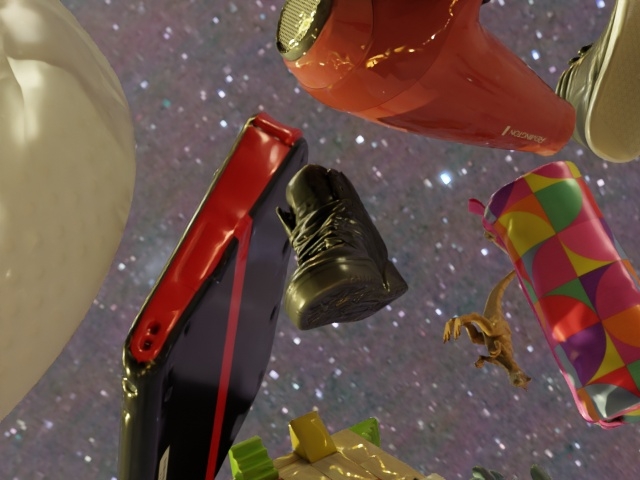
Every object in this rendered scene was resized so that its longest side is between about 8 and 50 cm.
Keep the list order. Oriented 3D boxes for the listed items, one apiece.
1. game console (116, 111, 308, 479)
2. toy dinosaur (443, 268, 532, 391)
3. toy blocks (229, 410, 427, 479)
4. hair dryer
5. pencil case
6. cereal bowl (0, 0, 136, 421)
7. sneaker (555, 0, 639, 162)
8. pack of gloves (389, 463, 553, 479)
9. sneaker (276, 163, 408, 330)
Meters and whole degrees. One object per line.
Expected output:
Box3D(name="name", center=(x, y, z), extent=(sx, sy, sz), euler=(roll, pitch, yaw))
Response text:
Box3D(name="game console", center=(-0.108, 0.109, 0.939), extent=(0.060, 0.386, 0.342), euler=(19, -138, 9))
Box3D(name="toy dinosaur", center=(0.219, 0.111, 1.333), extent=(0.112, 0.064, 0.211), euler=(9, -133, -10))
Box3D(name="toy blocks", center=(-0.003, 0.382, 1.362), extent=(0.381, 0.190, 0.261), euler=(-18, -159, -29))
Box3D(name="hair dryer", center=(0.080, -0.140, 0.542), extent=(0.224, 0.293, 0.080), euler=(-14, -130, 12))
Box3D(name="pencil case", center=(0.224, 0.047, 0.901), extent=(0.104, 0.104, 0.236), euler=(-31, -111, 12))
Box3D(name="cereal bowl", center=(-0.268, -0.034, 0.485), extent=(0.339, 0.141, 0.339), euler=(-10, -128, 13))
Box3D(name="sneaker", center=(0.342, -0.230, 1.153), extent=(0.147, 0.105, 0.295), euler=(-145, -104, -78))
Box3D(name="pack of gloves", center=(0.188, 0.222, 0.765), extent=(0.232, 0.195, 0.046), euler=(31, -82, 31))
Box3D(name="sneaker", center=(0.002, -0.001, 0.566), extent=(0.051, 0.170, 0.089), euler=(-32, -102, 12))
